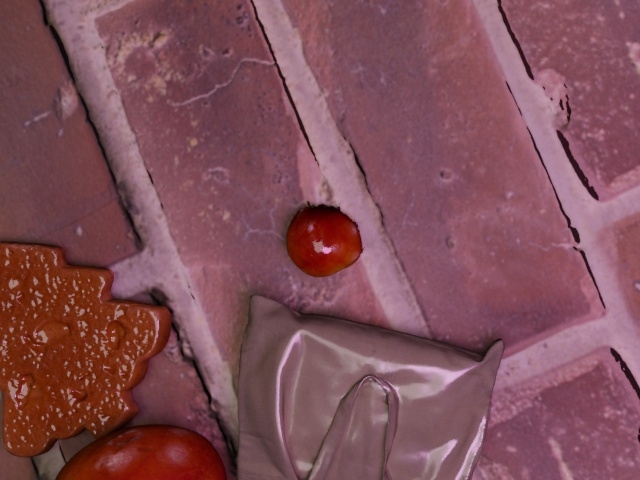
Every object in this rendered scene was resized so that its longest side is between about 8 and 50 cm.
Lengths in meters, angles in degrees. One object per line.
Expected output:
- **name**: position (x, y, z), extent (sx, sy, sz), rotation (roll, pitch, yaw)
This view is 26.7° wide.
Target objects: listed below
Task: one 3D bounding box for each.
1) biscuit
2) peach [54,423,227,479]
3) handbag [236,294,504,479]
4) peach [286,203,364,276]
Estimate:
- **biscuit**: position (-0.347, 0.119, 1.744), extent (0.284, 0.043, 0.306), rotation (-39, 83, 10)
- **peach**: position (-0.224, 0.327, 1.645), extent (0.243, 0.243, 0.199), rotation (-19, 104, 10)
- **handbag**: position (0.047, 0.215, 1.642), extent (0.316, 0.109, 0.253), rotation (10, 97, 4)
- **peach**: position (0.001, 0.001, 1.667), extent (0.098, 0.061, 0.098), rotation (2, 98, 14)
